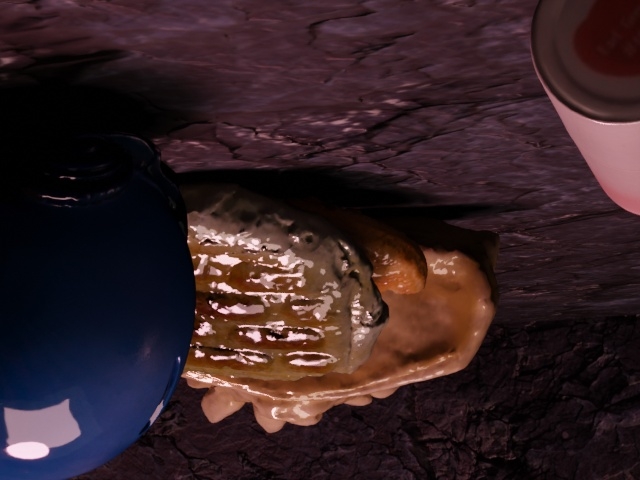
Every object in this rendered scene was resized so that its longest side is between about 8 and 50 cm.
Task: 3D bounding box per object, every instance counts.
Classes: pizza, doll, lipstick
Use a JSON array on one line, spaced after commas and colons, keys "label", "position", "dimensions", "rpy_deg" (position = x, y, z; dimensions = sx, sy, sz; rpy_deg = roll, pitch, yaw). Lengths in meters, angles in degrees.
[{"label": "pizza", "position": [0.000, -0.002, 1.193], "dimensions": [0.246, 0.058, 0.127], "rpy_deg": [10, 150, -18]}, {"label": "doll", "position": [-0.221, 0.039, 0.800], "dimensions": [0.240, 0.284, 0.310], "rpy_deg": [41, -156, 31]}, {"label": "lipstick", "position": [0.186, -0.076, 0.732], "dimensions": [0.087, 0.087, 0.327], "rpy_deg": [-7, 172, 17]}]

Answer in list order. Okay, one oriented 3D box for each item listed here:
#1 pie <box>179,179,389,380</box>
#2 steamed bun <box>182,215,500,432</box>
[{"label": "pie", "position": [-0.089, 0.049, 1.145], "dimensions": [0.306, 0.071, 0.306], "rpy_deg": [3, 141, 3]}, {"label": "steamed bun", "position": [-0.026, 0.098, 1.358], "dimensions": [0.428, 0.247, 0.189], "rpy_deg": [-5, -175, -6]}]
